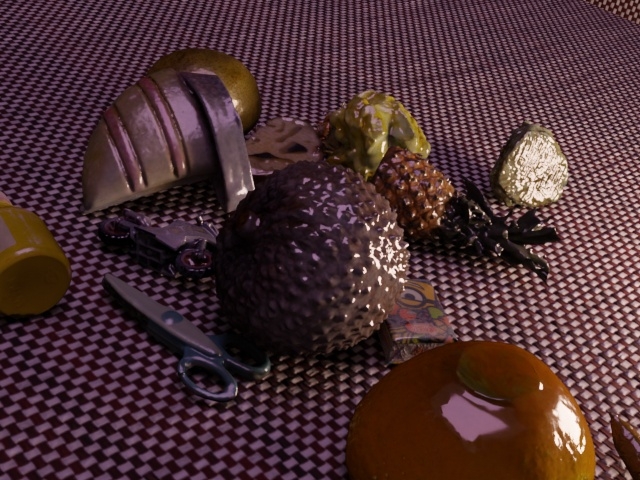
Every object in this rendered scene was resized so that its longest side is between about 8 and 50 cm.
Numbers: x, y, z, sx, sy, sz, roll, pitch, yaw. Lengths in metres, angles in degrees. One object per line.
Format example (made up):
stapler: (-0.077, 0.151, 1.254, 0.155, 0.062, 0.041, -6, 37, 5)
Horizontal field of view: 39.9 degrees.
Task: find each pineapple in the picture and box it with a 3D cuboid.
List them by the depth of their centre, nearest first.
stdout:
pineapple: (0.256, -0.039, 1.582, 0.364, 0.165, 0.165, 23, 34, 1)
pineapple: (0.047, -0.216, 1.812, 0.116, 0.137, 0.069, 48, 27, -25)

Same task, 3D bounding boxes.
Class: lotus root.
lotus root: (-0.077, -0.149, 1.683, 0.170, 0.074, 0.260, 20, 36, 7)

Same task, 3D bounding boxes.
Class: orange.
orange: (0.205, 0.246, 1.112, 0.335, 0.196, 0.262, -2, 49, -33)

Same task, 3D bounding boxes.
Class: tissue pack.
tissue pack: (0.138, 0.124, 1.353, 0.109, 0.060, 0.148, 1, 36, -15)

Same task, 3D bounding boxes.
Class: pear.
pear: (-0.229, -0.267, 1.700, 0.228, 0.188, 0.211, 14, 36, -2)

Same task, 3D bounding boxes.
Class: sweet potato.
sweet potato: (0.444, 0.334, 1.133, 0.067, 0.067, 0.274, -4, 44, -24)

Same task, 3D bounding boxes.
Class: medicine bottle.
medicine bottle: (-0.452, 0.006, 1.276, 0.122, 0.122, 0.212, -12, 40, -33)

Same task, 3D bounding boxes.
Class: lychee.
lychee: (-0.009, 0.034, 1.243, 0.300, 0.300, 0.300, 9, 33, -6)

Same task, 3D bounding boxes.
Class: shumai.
shumai: (0.403, -0.157, 1.809, 0.184, 0.184, 0.142, -4, 13, -24)

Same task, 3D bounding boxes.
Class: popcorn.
popcorn: (0.102, -0.188, 1.705, 0.187, 0.185, 0.167, 19, 25, -25)

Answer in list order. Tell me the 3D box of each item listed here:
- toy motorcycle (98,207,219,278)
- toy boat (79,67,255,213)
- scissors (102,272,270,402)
toy motorcycle: (-0.244, -0.005, 1.404, 0.215, 0.080, 0.122, 21, 34, 20)
toy boat: (-0.259, -0.181, 1.524, 0.293, 0.111, 0.276, 2, 71, -15)
scissors: (-0.206, 0.127, 1.250, 0.289, 0.041, 0.138, 33, 37, 22)
